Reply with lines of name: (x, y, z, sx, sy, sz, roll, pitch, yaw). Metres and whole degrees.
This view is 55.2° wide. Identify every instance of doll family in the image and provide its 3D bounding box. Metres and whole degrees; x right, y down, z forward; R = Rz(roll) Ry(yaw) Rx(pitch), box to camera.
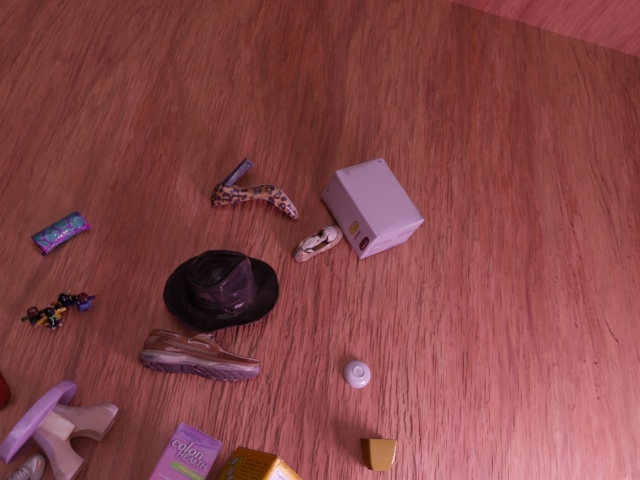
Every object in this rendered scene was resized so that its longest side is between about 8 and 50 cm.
doll family: (-0.690, 0.182, 1.632, 0.193, 0.111, 0.076, -35, 76, -28)

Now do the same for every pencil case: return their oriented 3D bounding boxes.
pencil case: (-0.743, -0.022, 1.754, 0.070, 0.064, 0.152, 38, 59, 25)

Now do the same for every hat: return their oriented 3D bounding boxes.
hat: (-0.282, 0.101, 1.735, 0.331, 0.134, 0.331, 3, 43, -2)

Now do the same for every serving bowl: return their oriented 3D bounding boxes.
serving bowl: (0.109, 0.388, 1.789, 0.083, 0.027, 0.083, 6, 62, -12)

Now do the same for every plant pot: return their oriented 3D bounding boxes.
plant pot: (0.158, 0.584, 1.671, 0.082, 0.081, 0.083, 5, 73, -13)

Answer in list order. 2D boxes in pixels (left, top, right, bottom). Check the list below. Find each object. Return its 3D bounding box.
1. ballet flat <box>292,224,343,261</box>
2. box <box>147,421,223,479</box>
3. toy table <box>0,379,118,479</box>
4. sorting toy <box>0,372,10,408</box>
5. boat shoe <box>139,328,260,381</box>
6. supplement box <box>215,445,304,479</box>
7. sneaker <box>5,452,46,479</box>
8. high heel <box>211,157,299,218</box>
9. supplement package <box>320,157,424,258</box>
ballet flat: (0.000, 0.000, 1.943, 0.206, 0.067, 0.073, -36, 75, -29)
box: (-0.347, 0.585, 1.451, 0.117, 0.213, 0.243, 26, 58, 0)
toy table: (-0.606, 0.458, 1.443, 0.161, 0.252, 0.274, 33, 23, -2)
sorting toy: (-0.951, 0.354, 1.495, 0.366, 0.127, 0.126, -5, 35, -15)
boat shoe: (-0.320, 0.304, 1.666, 0.324, 0.123, 0.116, 12, 58, -11)
supplement box: (-0.182, 0.692, 1.415, 0.194, 0.195, 0.356, 49, 57, -20)
sneaker: (-0.711, 0.573, 1.437, 0.057, 0.075, 0.161, 34, 60, 4)
high heel: (-0.211, -0.112, 1.958, 0.261, 0.093, 0.186, 43, 82, -5)
supplement package: (0.165, -0.108, 1.988, 0.204, 0.145, 0.262, -20, 68, -32)
